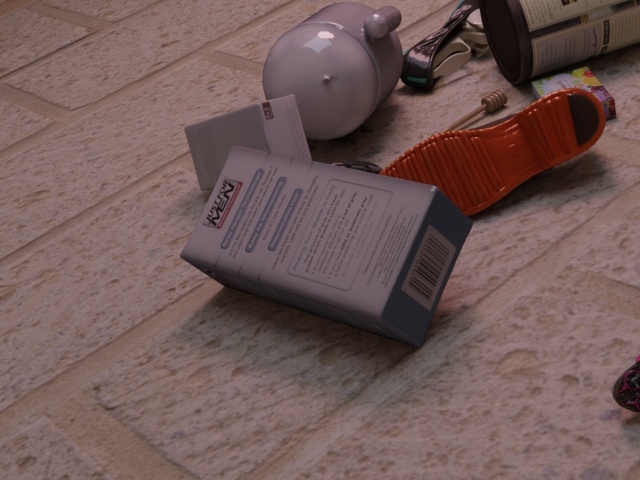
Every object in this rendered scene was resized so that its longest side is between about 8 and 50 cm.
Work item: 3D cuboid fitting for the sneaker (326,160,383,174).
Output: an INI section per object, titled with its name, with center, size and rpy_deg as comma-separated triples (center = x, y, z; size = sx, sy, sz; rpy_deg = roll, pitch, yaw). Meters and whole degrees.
[sneaker]
center = -0.030, -0.078, 1.789
size = 0.267, 0.101, 0.106
rpy_deg = -14, 28, 2

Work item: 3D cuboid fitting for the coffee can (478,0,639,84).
[coffee can]
center = 0.441, -0.410, 2.007
size = 0.275, 0.202, 0.201
rpy_deg = -18, 31, -4

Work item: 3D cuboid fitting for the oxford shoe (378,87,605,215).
[oxford shoe]
center = 0.253, -0.115, 1.734
size = 0.363, 0.130, 0.133
rpy_deg = -20, -3, 7

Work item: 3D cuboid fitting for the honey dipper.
[honey dipper]
center = 0.250, -0.209, 1.937
size = 0.160, 0.030, 0.030
rpy_deg = -33, 34, -22

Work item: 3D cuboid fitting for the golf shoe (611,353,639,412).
[golf shoe]
center = 0.401, 0.137, 1.285
size = 0.186, 0.068, 0.086
rpy_deg = -26, 3, -13

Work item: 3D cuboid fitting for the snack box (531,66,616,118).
[snack box]
center = 0.417, -0.234, 1.891
size = 0.100, 0.037, 0.141
rpy_deg = -17, 31, 2

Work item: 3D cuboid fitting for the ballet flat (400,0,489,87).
[ballet flat]
center = 0.261, -0.370, 2.145
size = 0.096, 0.095, 0.280
rpy_deg = 27, 61, 37

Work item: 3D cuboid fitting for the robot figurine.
[robot figurine]
center = 0.024, -0.295, 1.982
size = 0.300, 0.200, 0.353
rpy_deg = -46, 2, 31

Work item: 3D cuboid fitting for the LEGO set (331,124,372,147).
[LEGO set]
center = 0.050, -0.187, 2.000
size = 0.054, 0.023, 0.083
rpy_deg = 11, 40, 37

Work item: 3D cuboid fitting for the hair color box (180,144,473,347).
[hair color box]
center = 0.000, 0.000, 1.559
size = 0.374, 0.113, 0.185
rpy_deg = 15, 75, 40

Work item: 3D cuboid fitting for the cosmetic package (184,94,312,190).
[cosmetic package]
center = -0.121, -0.156, 1.863
size = 0.085, 0.117, 0.231
rpy_deg = -19, 8, -38
